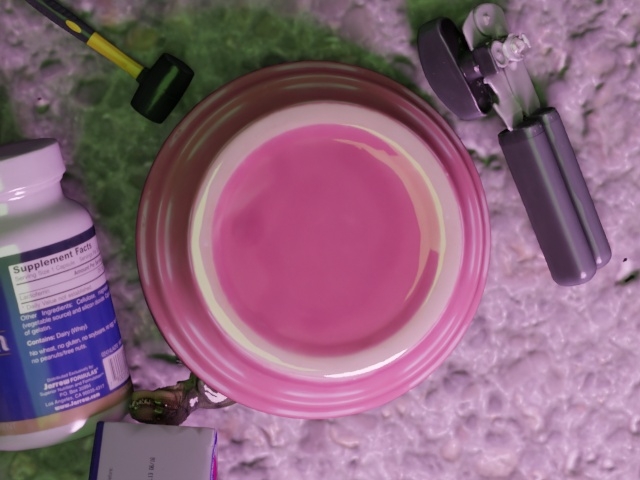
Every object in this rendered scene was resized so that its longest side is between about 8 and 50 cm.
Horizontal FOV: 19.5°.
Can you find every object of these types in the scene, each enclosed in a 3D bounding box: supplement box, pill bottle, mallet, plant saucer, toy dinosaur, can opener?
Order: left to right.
[{"bbox_3d":[-0.271,0.047,1.708,0.153,0.153,0.264,-12,100,3],"label":"pill bottle"},{"bbox_3d":[-0.201,-0.191,1.722,0.190,0.039,0.062,43,100,-3],"label":"mallet"},{"bbox_3d":[-0.153,0.273,1.714,0.114,0.111,0.220,4,143,-1],"label":"supplement box"},{"bbox_3d":[-0.066,0.094,1.757,0.268,0.064,0.118,-17,82,-14],"label":"toy dinosaur"},{"bbox_3d":[0.000,0.000,1.690,0.332,0.084,0.332,0,91,-10],"label":"plant saucer"},{"bbox_3d":[0.186,-0.090,1.727,0.093,0.074,0.280,-20,100,39],"label":"can opener"}]
